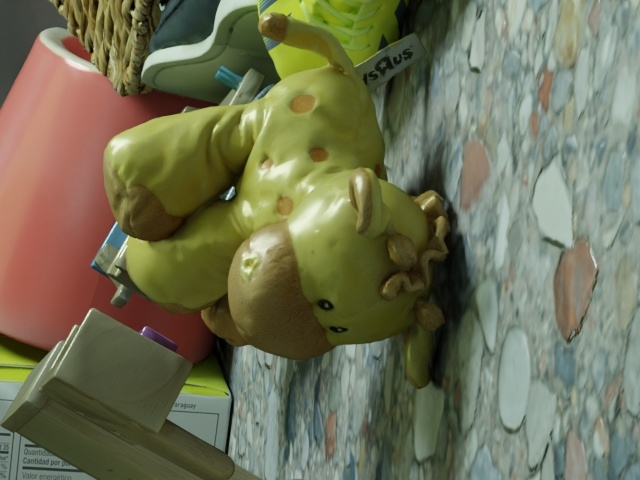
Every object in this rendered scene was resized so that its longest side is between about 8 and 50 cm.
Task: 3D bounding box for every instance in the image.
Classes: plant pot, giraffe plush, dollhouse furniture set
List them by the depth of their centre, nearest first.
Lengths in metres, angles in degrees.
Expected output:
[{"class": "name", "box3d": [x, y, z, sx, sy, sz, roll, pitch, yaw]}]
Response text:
[{"class": "giraffe plush", "box3d": [0.000, 0.000, 0.994, 0.210, 0.181, 0.170, -45, 38, 15]}, {"class": "dollhouse furniture set", "box3d": [-0.043, 0.030, 1.246, 0.303, 0.198, 0.286, -62, 9, -19]}, {"class": "plant pot", "box3d": [-0.191, -0.048, 1.673, 0.275, 0.275, 0.243, -119, 46, -70]}]

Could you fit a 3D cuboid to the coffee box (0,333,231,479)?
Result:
[{"class": "coffee box", "box3d": [-0.288, 0.230, 1.765, 0.337, 0.338, 0.334, -126, 42, -71]}]

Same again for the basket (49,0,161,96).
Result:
[{"class": "basket", "box3d": [-0.098, -0.287, 1.491, 0.213, 0.223, 0.299, 51, 152, 36]}]

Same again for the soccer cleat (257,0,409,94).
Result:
[{"class": "soccer cleat", "box3d": [0.023, -0.169, 1.025, 0.289, 0.093, 0.121, 107, 162, -44]}]

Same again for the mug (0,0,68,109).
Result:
[{"class": "mug", "box3d": [-0.234, -0.155, 1.936, 0.328, 0.276, 0.374, -82, -28, -65]}]

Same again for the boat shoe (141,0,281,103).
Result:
[{"class": "boat shoe", "box3d": [-0.048, -0.172, 1.298, 0.340, 0.127, 0.113, 146, 131, -77]}]
